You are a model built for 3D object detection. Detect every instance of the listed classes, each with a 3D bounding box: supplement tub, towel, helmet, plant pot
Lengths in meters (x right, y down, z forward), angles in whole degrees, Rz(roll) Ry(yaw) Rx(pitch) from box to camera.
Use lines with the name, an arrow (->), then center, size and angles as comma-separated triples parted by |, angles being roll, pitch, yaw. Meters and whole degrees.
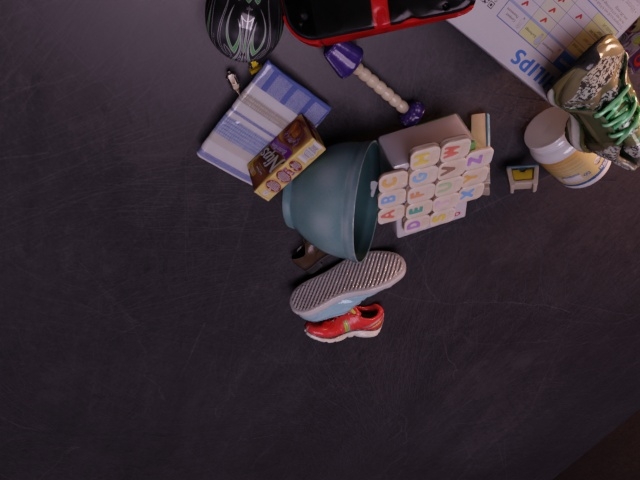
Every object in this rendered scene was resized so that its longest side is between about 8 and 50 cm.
supplement tub -> 0.638, -0.239, 1.253 | 0.199, 0.144, 0.144 | 28, 118, -30
towel -> -0.133, -0.258, 1.139 | 0.209, 0.034, 0.285 | 25, 120, -38
helmet -> -0.147, -0.433, 0.942 | 0.169, 0.169, 0.162 | 5, 110, -15
plant pot -> 0.024, -0.102, 1.181 | 0.196, 0.293, 0.293 | 8, 132, 17

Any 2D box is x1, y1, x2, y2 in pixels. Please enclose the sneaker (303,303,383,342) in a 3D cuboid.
sneaker -> 0.078, 0.251, 1.576 | 0.278, 0.107, 0.119 | -4, 125, -22

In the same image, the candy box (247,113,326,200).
candy box -> -0.083, -0.192, 1.120 | 0.186, 0.109, 0.053 | -41, 133, 19

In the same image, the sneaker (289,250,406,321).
sneaker -> 0.091, 0.145, 1.485 | 0.365, 0.135, 0.150 | -20, 149, 7

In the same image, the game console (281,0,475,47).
game console -> 0.070, -0.552, 0.812 | 0.341, 0.060, 0.387 | -6, 110, 15

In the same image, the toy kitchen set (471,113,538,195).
toy kitchen set -> 0.478, -0.222, 1.248 | 0.165, 0.122, 0.207 | -2, 155, 19

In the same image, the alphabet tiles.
alphabet tiles -> 0.269, -0.124, 1.146 | 0.277, 0.021, 0.284 | -14, 143, -5

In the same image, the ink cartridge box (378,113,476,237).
ink cartridge box -> 0.264, -0.154, 1.222 | 0.201, 0.117, 0.278 | -18, 143, -2

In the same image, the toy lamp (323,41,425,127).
toy lamp -> 0.123, -0.358, 1.099 | 0.274, 0.080, 0.080 | 28, 119, -29

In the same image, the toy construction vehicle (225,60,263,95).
toy construction vehicle -> -0.164, -0.361, 1.073 | 0.085, 0.035, 0.098 | -29, 132, -2

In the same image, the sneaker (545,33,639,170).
sneaker -> 0.587, -0.252, 0.956 | 0.158, 0.182, 0.410 | -47, 146, 19

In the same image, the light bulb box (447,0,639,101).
light bulb box -> 0.429, -0.529, 0.926 | 0.357, 0.225, 0.361 | 23, 122, -27

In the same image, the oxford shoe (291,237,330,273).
oxford shoe -> 0.000, 0.000, 1.362 | 0.096, 0.083, 0.227 | 31, 116, -25

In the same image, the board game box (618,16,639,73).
board game box -> 0.701, -0.508, 0.983 | 0.347, 0.208, 0.056 | -43, 121, 12
